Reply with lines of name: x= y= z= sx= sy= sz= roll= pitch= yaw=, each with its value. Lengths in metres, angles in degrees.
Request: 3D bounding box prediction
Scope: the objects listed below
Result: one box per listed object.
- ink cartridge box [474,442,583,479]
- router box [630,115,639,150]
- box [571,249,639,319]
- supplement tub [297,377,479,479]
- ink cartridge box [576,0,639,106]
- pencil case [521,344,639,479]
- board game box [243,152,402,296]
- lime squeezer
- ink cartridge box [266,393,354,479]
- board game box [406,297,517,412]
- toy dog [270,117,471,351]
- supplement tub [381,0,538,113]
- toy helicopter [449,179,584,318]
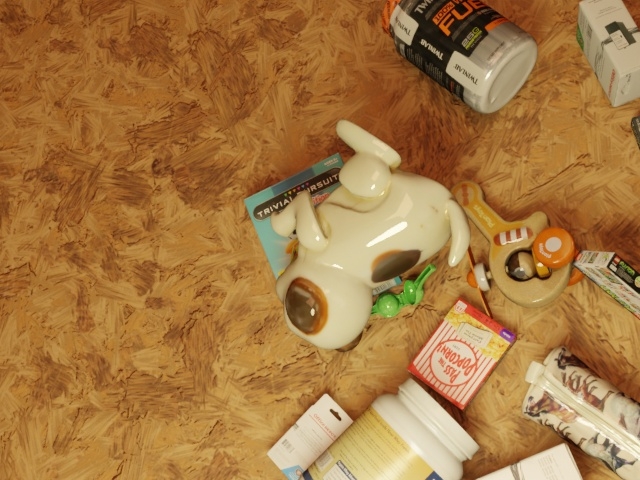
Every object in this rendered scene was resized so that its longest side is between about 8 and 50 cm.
ink cartridge box: x=0.376 y=0.482 z=1.581 sx=0.237 sy=0.172 sz=0.100 roll=-24 pitch=66 yaw=5
router box: x=0.742 y=-0.223 z=1.819 sx=0.092 sy=0.038 sz=0.122 roll=-15 pitch=67 yaw=10
box: x=0.606 y=0.094 z=1.640 sx=0.207 sy=0.114 sz=0.036 roll=37 pitch=81 yaw=-16
supplement tub: x=0.133 y=0.447 z=1.628 sx=0.316 sy=0.228 sz=0.228 roll=-45 pitch=66 yaw=-4
ink cartridge box: x=0.655 y=-0.427 z=1.857 sx=0.086 sy=0.153 sz=0.208 roll=-21 pitch=67 yaw=5
pencil case: x=0.570 y=0.368 z=1.568 sx=0.410 sy=0.183 sz=0.160 roll=35 pitch=83 yaw=24
board game box: x=0.000 y=0.000 z=1.913 sx=0.253 sy=0.079 sz=0.336 roll=-26 pitch=66 yaw=4
lime squeezer: x=0.157 y=0.133 z=1.815 sx=0.310 sy=0.110 sz=0.059 roll=-33 pitch=81 yaw=35
ink cartridge box: x=-0.011 y=0.426 z=1.767 sx=0.180 sy=0.060 sz=0.104 roll=-45 pitch=65 yaw=-4
board game box: x=0.299 y=0.242 z=1.760 sx=0.146 sy=0.045 sz=0.193 roll=34 pitch=82 yaw=24
toy dog: x=0.079 y=0.033 z=1.698 sx=0.395 sy=0.284 sz=0.408 roll=36 pitch=89 yaw=27
supplement tub: x=0.315 y=-0.464 z=1.931 sx=0.207 sy=0.207 sz=0.338 roll=-46 pitch=66 yaw=-5
toy helicopter: x=0.384 y=0.007 z=1.803 sx=0.235 sy=0.140 sz=0.355 roll=-42 pitch=54 yaw=7
